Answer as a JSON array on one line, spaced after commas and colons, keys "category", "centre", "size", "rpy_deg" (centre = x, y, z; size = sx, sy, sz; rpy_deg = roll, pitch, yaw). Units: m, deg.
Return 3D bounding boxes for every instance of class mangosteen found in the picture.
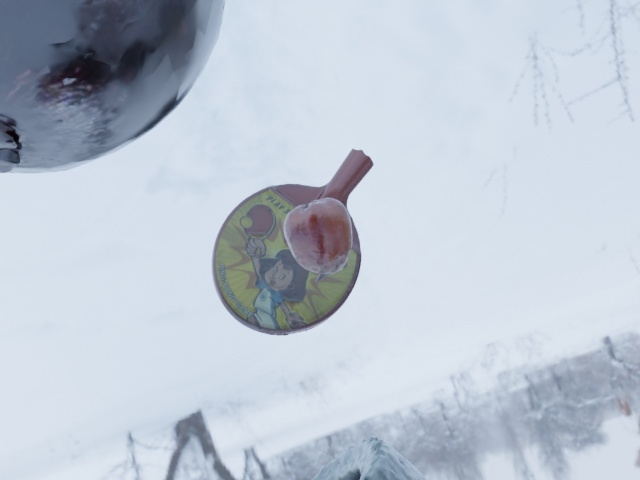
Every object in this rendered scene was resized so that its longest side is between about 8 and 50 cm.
[{"category": "mangosteen", "centre": [-0.214, -0.217, 0.556], "size": [0.307, 0.346, 0.307], "rpy_deg": [4, 159, 1]}]

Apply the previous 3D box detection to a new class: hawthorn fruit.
[{"category": "hawthorn fruit", "centre": [0.000, 0.000, 0.949], "size": [0.081, 0.093, 0.081], "rpy_deg": [-18, -173, 2]}]

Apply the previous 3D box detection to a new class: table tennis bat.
[{"category": "table tennis bat", "centre": [-0.030, -0.009, 1.508], "size": [0.414, 0.268, 0.051], "rpy_deg": [-53, 179, -22]}]

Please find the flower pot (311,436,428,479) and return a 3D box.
[{"category": "flower pot", "centre": [0.045, 0.315, 0.503], "size": [0.299, 0.283, 0.299], "rpy_deg": [-48, 177, -3]}]
